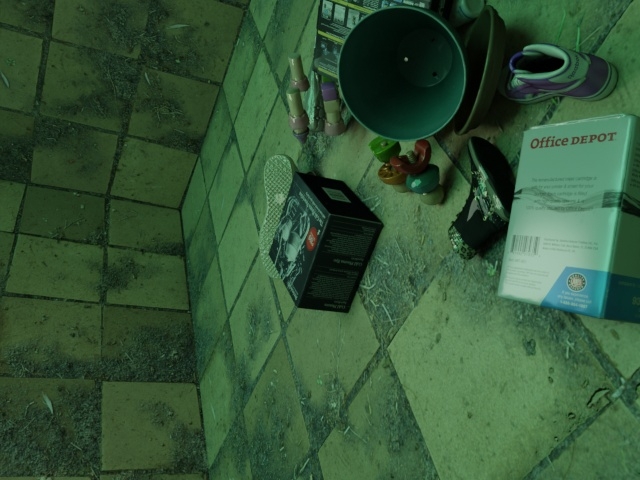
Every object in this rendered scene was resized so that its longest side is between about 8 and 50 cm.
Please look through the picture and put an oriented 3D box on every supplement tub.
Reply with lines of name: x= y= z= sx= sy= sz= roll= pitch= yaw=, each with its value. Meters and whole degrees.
supplement tub: x=0.341 y=-0.564 z=1.431 sx=0.107 sy=0.071 sz=0.071 roll=-1 pitch=81 yaw=64

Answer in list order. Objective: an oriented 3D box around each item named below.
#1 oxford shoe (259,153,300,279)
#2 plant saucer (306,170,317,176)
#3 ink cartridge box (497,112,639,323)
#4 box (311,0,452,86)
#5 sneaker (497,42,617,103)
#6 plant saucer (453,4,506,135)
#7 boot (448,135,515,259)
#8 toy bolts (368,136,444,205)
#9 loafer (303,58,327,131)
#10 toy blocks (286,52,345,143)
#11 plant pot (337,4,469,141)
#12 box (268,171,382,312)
oxford shoe: x=-0.129 y=-0.084 z=2.113 sx=0.130 sy=0.169 sz=0.449 roll=7 pitch=-97 yaw=-74
plant saucer: x=-0.039 y=-0.150 z=2.118 sx=0.198 sy=0.036 sz=0.198 roll=-31 pitch=55 yaw=58
ink cartridge box: x=0.438 y=-0.034 z=0.972 sx=0.223 sy=0.129 sz=0.307 roll=9 pitch=90 yaw=65
box: x=0.147 y=-0.551 z=1.551 sx=0.395 sy=0.097 sz=0.318 roll=35 pitch=130 yaw=37
sneaker: x=0.401 y=-0.331 z=1.122 sx=0.282 sy=0.161 sz=0.102 roll=-155 pitch=75 yaw=-65
plant saucer: x=0.346 y=-0.366 z=1.279 sx=0.278 sy=0.041 sz=0.277 roll=-170 pitch=90 yaw=-89
boot: x=0.332 y=-0.092 z=1.268 sx=0.178 sy=0.085 sz=0.236 roll=123 pitch=145 yaw=-45
toy bolts: x=0.256 y=-0.193 z=1.466 sx=0.218 sy=0.158 sz=0.228 roll=-31 pitch=28 yaw=6
loafer: x=-0.012 y=-0.554 z=2.117 sx=0.111 sy=0.112 sz=0.319 roll=14 pitch=95 yaw=56
toy blocks: x=0.056 y=-0.437 z=1.875 sx=0.288 sy=0.309 sz=0.260 roll=-90 pitch=-8 yaw=-46
plant pot: x=0.211 y=-0.396 z=1.335 sx=0.195 sy=0.290 sz=0.290 roll=-47 pitch=-9 yaw=-50
box: x=0.000 y=0.000 z=1.819 sx=0.343 sy=0.179 sz=0.312 roll=-126 pitch=49 yaw=-57
